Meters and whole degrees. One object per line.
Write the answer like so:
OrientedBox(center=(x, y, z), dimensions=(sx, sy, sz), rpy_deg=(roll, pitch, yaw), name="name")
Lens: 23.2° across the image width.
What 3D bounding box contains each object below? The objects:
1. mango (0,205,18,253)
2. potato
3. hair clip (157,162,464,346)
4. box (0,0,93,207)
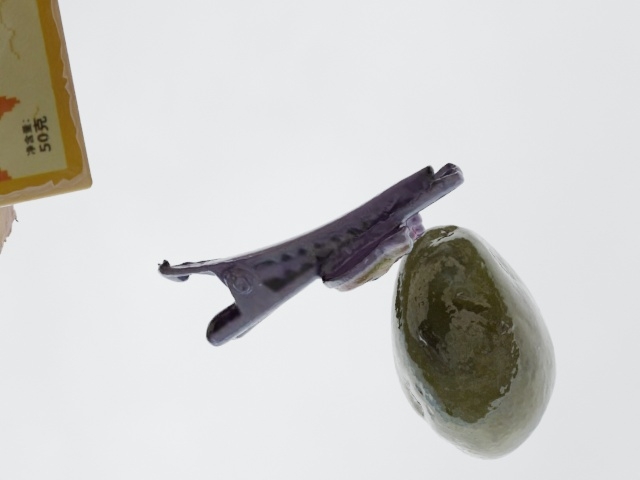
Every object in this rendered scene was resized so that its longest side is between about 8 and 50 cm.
OrientedBox(center=(-0.537, -0.006, 2.071), dimensions=(0.199, 0.201, 0.350), rpy_deg=(25, -144, 8), name="mango")
OrientedBox(center=(0.147, 0.098, 1.526), dimensions=(0.160, 0.178, 0.235), rpy_deg=(-20, -84, -6), name="potato")
OrientedBox(center=(0.002, 0.015, 1.356), dimensions=(0.278, 0.137, 0.090), rpy_deg=(-19, -87, 7), name="hair clip")
OrientedBox(center=(-0.317, -0.148, 1.028), dimensions=(0.259, 0.213, 0.284), rpy_deg=(1, -77, 59), name="box")
